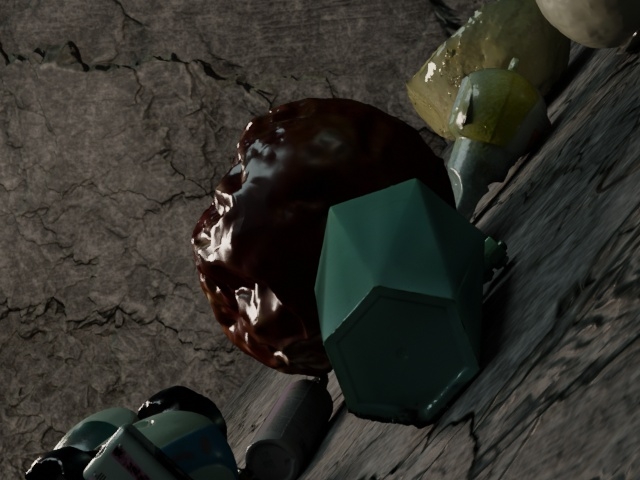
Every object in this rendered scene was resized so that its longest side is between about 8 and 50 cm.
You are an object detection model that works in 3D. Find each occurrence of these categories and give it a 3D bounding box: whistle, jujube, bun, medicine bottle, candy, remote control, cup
[{"bbox_3d":[0.198,-0.106,1.817,0.123,0.123,0.223,143,146,-82],"label":"whistle"},{"bbox_3d":[0.001,-0.001,1.595,0.276,0.276,0.377,-50,5,-13],"label":"jujube"},{"bbox_3d":[0.245,-0.233,2.125,0.259,0.152,0.259,-39,-5,-4],"label":"bun"},{"bbox_3d":[-0.022,0.181,1.602,0.057,0.058,0.199,-49,3,26],"label":"medicine bottle"},{"bbox_3d":[0.332,-0.338,1.684,0.295,0.185,0.295,-55,0,0],"label":"candy"},{"bbox_3d":[-0.117,0.225,1.278,0.065,0.166,0.029,-49,-6,16],"label":"remote control"},{"bbox_3d":[0.057,0.053,1.196,0.235,0.134,0.148,-77,-6,-72],"label":"cup"}]

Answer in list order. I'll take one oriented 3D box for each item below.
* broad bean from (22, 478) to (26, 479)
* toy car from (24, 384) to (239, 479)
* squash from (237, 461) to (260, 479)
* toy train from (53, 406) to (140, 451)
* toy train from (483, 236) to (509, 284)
[{"bbox_3d":[-0.304,0.386,1.682,0.238,0.119,0.291,-12,61,31],"label":"broad bean"},{"bbox_3d":[-0.167,0.264,1.419,0.188,0.190,0.255,-25,-17,-45],"label":"toy car"},{"bbox_3d":[-0.123,0.283,1.603,0.087,0.087,0.331,-51,3,-27],"label":"squash"},{"bbox_3d":[-0.282,0.349,1.553,0.088,0.086,0.406,37,-112,-53],"label":"toy train"},{"bbox_3d":[0.125,0.035,1.335,0.092,0.029,0.045,-47,-12,2],"label":"toy train"}]
